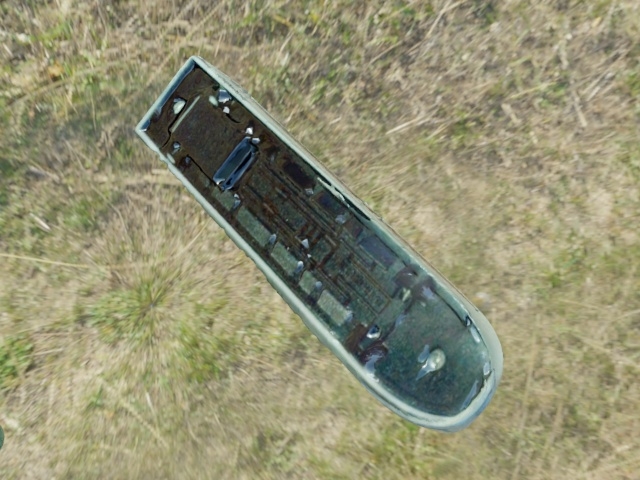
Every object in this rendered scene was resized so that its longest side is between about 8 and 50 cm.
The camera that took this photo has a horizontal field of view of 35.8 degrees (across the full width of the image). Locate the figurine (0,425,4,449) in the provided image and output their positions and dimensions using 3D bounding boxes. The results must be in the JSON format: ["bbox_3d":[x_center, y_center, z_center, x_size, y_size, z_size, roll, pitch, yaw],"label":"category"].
[{"bbox_3d":[-0.398,0.065,0.858,0.124,0.222,0.324,-45,72,-1],"label":"figurine"}]

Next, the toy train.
[{"bbox_3d":[0.000,0.000,0.720,0.086,0.407,0.088,-50,139,7],"label":"toy train"}]
